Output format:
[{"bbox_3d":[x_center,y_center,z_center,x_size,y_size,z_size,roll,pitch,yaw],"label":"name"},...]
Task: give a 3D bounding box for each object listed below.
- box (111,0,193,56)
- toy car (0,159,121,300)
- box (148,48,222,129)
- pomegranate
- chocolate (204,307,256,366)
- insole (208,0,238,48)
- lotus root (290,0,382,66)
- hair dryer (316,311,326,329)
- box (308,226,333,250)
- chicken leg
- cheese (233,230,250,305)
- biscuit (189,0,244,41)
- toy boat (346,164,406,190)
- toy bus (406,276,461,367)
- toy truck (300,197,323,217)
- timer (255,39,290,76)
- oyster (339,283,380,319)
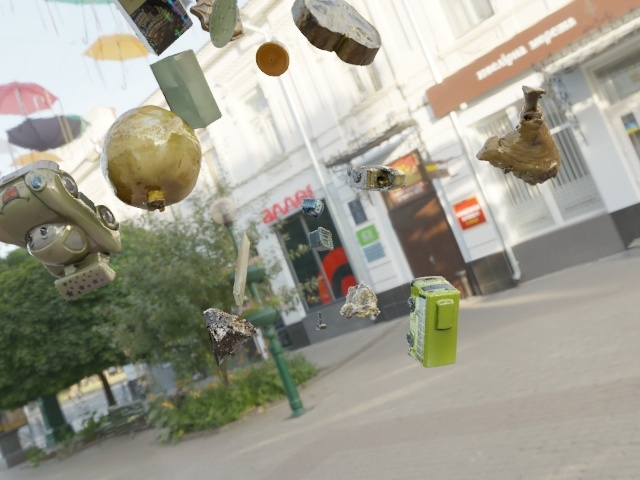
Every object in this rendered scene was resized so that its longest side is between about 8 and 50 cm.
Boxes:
[{"bbox_3d":[-0.618,-0.851,2.042,0.198,0.084,0.310,-49,-33,-12],"label":"box"},{"bbox_3d":[-0.727,-0.021,1.539,0.242,0.226,0.336,-22,-40,11],"label":"toy car"},{"bbox_3d":[-0.417,-0.464,1.759,0.130,0.225,0.086,1,34,40],"label":"box"},{"bbox_3d":[-0.489,-0.226,1.642,0.320,0.318,0.319,-21,-5,-2],"label":"pomegranate"},{"bbox_3d":[-0.342,0.348,2.193,0.177,0.206,0.224,-16,39,-11],"label":"chocolate"},{"bbox_3d":[-0.319,-0.808,1.916,0.109,0.321,0.007,10,-1,18],"label":"insole"},{"bbox_3d":[0.069,-0.870,2.280,0.111,0.391,0.374,-50,19,44],"label":"lotus root"},{"bbox_3d":[0.000,0.367,2.589,0.026,0.083,0.047,-14,-12,41],"label":"hair dryer"},{"bbox_3d":[0.000,0.000,2.013,0.054,0.074,0.099,-15,-16,23],"label":"box"},{"bbox_3d":[0.688,-0.350,1.969,0.296,0.181,0.409,-5,-42,14],"label":"chicken leg"},{"bbox_3d":[-0.341,0.113,2.461,0.034,0.085,0.400,-6,40,3],"label":"cheese"},{"bbox_3d":[-0.363,-0.792,1.984,0.034,0.182,0.215,-18,-6,43],"label":"biscuit"},{"bbox_3d":[0.178,-0.213,1.932,0.122,0.088,0.321,0,8,-26],"label":"toy boat"},{"bbox_3d":[0.359,0.257,1.790,0.128,0.261,0.150,-4,15,-16],"label":"toy bus"},{"bbox_3d":[-0.029,-0.115,1.859,0.073,0.056,0.090,16,-8,9],"label":"toy truck"},{"bbox_3d":[-0.166,-0.709,2.147,0.132,0.132,0.152,-23,28,26],"label":"timer"},{"bbox_3d":[0.125,0.199,1.912,0.129,0.078,0.345,-16,9,5],"label":"oyster"}]
